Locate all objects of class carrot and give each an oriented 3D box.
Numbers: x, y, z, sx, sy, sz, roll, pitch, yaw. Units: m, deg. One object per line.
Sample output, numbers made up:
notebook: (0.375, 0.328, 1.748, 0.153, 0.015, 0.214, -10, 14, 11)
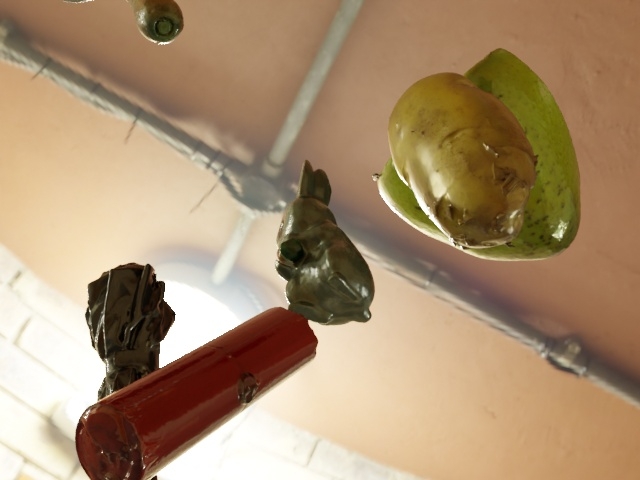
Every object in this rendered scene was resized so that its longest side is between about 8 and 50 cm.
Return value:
carrot: (-0.304, -0.412, 1.650, 0.298, 0.078, 0.078, 49, -18, 51)

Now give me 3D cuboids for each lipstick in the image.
lipstick: (-0.092, 0.122, 0.804, 0.073, 0.279, 0.073, 7, -75, 25)

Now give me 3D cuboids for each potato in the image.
potato: (0.192, -0.109, 1.285, 0.173, 0.300, 0.140, -34, -47, 10)

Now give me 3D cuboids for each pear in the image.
pear: (0.277, -0.086, 1.581, 0.318, 0.238, 0.342, 41, -38, 5)

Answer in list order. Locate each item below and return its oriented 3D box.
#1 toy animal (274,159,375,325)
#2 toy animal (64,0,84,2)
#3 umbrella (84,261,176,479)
toy animal: (-0.006, 0.009, 1.248, 0.108, 0.236, 0.138, -43, -55, 19)
toy animal: (-0.342, -0.342, 1.090, 0.182, 0.127, 0.131, 51, -28, 32)
umbrella: (-0.223, 0.179, 1.161, 0.118, 0.340, 0.118, -10, -31, -6)
